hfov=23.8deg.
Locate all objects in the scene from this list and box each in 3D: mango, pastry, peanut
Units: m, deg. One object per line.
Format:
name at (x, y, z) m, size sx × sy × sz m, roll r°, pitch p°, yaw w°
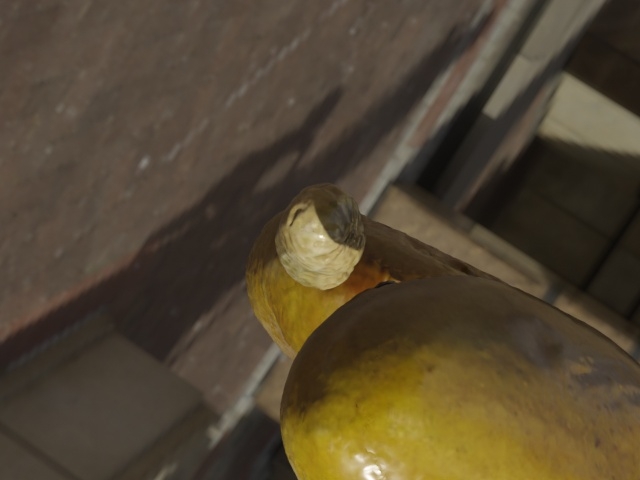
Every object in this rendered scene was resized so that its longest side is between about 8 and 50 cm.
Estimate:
mango at (0.079, 0.099, 0.725) m, size 0.130 × 0.167 × 0.262 m, roll -33°, pitch 138°, yaw 30°
pastry at (0.083, 0.088, 1.426) m, size 0.163 × 0.356 × 0.356 m, roll -63°, pitch 170°, yaw -1°
peanut at (0.000, 0.000, 0.900) m, size 0.054 × 0.054 × 0.113 m, roll -54°, pitch 173°, yaw -14°
